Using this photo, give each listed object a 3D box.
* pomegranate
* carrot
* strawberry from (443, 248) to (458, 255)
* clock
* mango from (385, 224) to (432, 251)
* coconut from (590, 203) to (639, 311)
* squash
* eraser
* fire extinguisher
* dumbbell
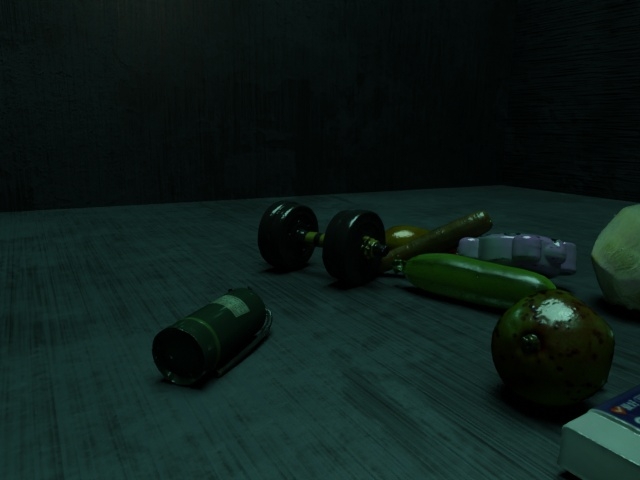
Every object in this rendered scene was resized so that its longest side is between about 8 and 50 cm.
[{"bbox_3d":[0.334,0.154,0.734,0.205,0.159,0.159,27,-4,-33],"label":"pomegranate"},{"bbox_3d":[0.263,0.015,1.320,0.342,0.070,0.070,-24,5,17],"label":"carrot"},{"bbox_3d":[0.310,0.038,1.377,0.106,0.106,0.106,1,12,0],"label":"strawberry"},{"bbox_3d":[0.457,0.037,1.232,0.227,0.090,0.247,-4,-13,43],"label":"clock"},{"bbox_3d":[0.275,0.007,1.533,0.227,0.099,0.136,3,2,-36],"label":"mango"},{"bbox_3d":[0.690,0.050,1.095,0.227,0.230,0.227,23,26,-12],"label":"coconut"},{"bbox_3d":[0.324,0.086,1.147,0.378,0.102,0.101,8,14,39],"label":"squash"},{"bbox_3d":[0.378,0.223,0.580,0.210,0.068,0.124,-7,18,-34],"label":"eraser"},{"bbox_3d":[-0.156,0.141,0.883,0.118,0.093,0.294,31,19,11],"label":"fire extinguisher"},{"bbox_3d":[0.000,0.000,1.331,0.388,0.185,0.185,10,15,37],"label":"dumbbell"}]
